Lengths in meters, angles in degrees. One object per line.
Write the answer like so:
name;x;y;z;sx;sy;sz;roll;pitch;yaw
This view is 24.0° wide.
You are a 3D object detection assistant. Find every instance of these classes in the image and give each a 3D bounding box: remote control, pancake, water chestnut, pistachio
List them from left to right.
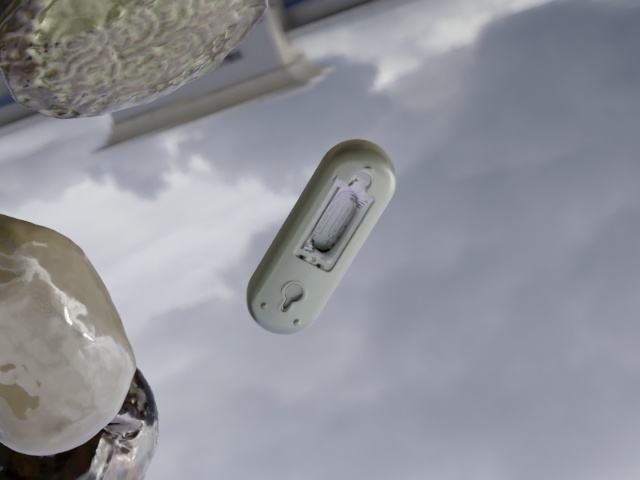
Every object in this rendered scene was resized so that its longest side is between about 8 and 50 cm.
pistachio;-0.230;0.067;1.156;0.138;0.238;0.153;-10;-142;19
water chestnut;-0.315;0.187;1.600;0.300;0.300;0.300;-19;-168;4
pancake;-0.150;-0.171;1.205;0.235;0.029;0.212;-6;145;-36
remote control;0.000;0.000;1.490;0.221;0.078;0.042;-59;-164;16
